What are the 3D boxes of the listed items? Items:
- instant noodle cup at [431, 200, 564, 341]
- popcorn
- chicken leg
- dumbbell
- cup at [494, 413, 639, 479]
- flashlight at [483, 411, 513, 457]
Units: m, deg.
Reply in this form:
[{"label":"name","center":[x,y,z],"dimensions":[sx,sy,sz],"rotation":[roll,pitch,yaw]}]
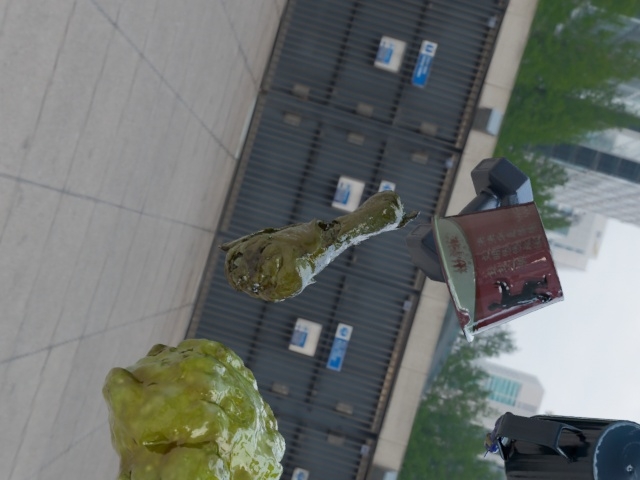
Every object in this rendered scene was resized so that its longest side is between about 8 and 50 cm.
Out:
[{"label":"instant noodle cup","center":[0.309,0.043,1.278],"dimensions":[0.235,0.178,0.235],"rotation":[-17,90,-77]},{"label":"popcorn","center":[-0.198,0.335,1.262],"dimensions":[0.334,0.292,0.293],"rotation":[9,97,-54]},{"label":"chicken leg","center":[0.000,0.000,1.538],"dimensions":[0.201,0.429,0.152],"rotation":[-113,178,-62]},{"label":"dumbbell","center":[0.352,-0.050,1.732],"dimensions":[0.325,0.144,0.160],"rotation":[-44,139,-16]},{"label":"cup","center":[0.302,0.263,0.881],"dimensions":[0.131,0.176,0.155],"rotation":[-64,-167,-23]},{"label":"flashlight","center":[0.343,0.372,1.424],"dimensions":[0.057,0.035,0.121],"rotation":[-32,147,-40]}]
